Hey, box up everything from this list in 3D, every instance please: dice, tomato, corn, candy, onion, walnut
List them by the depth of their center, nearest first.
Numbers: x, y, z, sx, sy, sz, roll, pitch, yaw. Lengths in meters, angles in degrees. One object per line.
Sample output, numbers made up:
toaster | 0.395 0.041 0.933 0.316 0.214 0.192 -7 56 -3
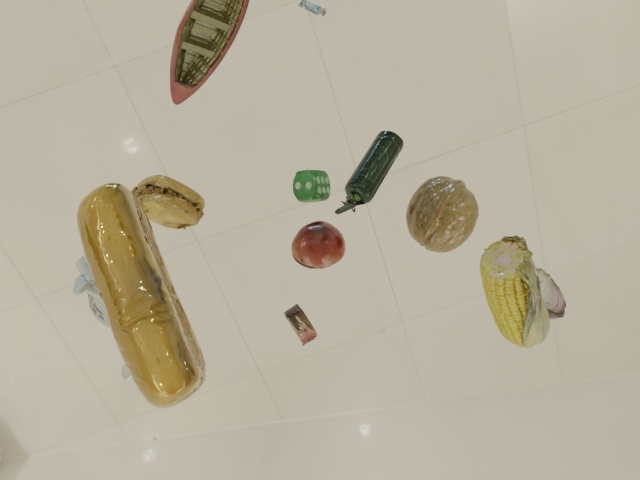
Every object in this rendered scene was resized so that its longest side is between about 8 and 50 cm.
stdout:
corn | 0.421 0.116 0.976 0.123 0.122 0.305 -56 136 -24
candy | -0.019 -0.596 1.164 0.083 0.020 0.030 30 93 19
onion | 0.547 0.153 1.201 0.206 0.151 0.098 34 144 -20
tomato | 0.000 0.000 1.762 0.199 0.228 0.112 25 142 16
walnut | 0.500 -0.109 1.880 0.252 0.277 0.313 22 103 -32
dice | -0.035 -0.227 1.904 0.120 0.128 0.131 -3 89 32

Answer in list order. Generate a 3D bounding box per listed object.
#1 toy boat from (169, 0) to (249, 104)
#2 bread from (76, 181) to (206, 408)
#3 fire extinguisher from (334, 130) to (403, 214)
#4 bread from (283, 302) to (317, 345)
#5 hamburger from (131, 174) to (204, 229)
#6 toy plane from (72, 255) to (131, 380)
toy boat | -0.299 -0.505 1.143 0.136 0.079 0.392 8 145 -36
bread | -0.245 0.074 0.618 0.091 0.142 0.305 -23 78 -16
fire extinguisher | 0.150 -0.207 1.432 0.095 0.114 0.311 48 60 -32
bread | -0.079 0.330 1.791 0.073 0.160 0.160 -31 112 -12
hamburger | -0.334 -0.081 0.996 0.138 0.083 0.147 -15 147 40
toy plane | -0.344 0.125 0.819 0.118 0.252 0.252 -39 111 -8
